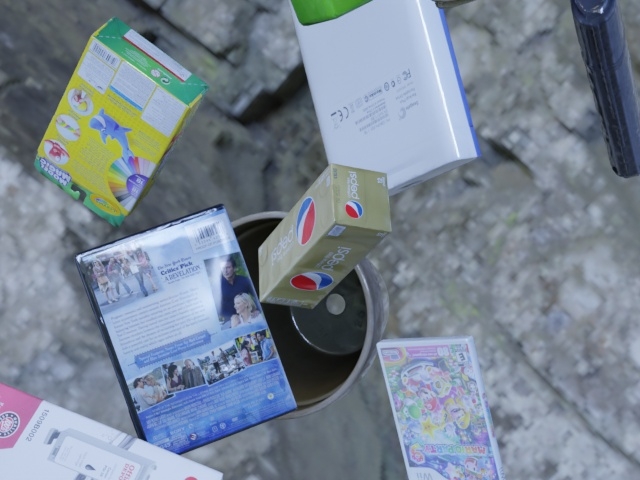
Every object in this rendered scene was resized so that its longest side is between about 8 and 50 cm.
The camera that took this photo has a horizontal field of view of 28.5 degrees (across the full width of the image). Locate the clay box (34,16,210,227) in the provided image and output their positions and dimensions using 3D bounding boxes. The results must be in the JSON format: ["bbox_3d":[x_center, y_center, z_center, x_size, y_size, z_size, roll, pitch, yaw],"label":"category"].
[{"bbox_3d":[-0.222,-0.122,1.370,0.127,0.222,0.053,37,44,-2],"label":"clay box"}]

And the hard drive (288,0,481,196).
[{"bbox_3d":[0.050,-0.209,1.290,0.040,0.210,0.319,-10,83,-34],"label":"hard drive"}]

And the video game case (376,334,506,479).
[{"bbox_3d":[0.093,0.134,0.976,0.011,0.087,0.122,-24,103,-49],"label":"video game case"}]

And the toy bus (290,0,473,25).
[{"bbox_3d":[0.074,-0.171,0.494,0.104,0.191,0.202,67,-16,-15],"label":"toy bus"}]

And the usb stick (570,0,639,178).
[{"bbox_3d":[0.290,-0.161,1.252,0.278,0.045,0.077,58,26,-53],"label":"usb stick"}]

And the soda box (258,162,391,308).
[{"bbox_3d":[0.000,0.000,1.171,0.058,0.181,0.061,9,61,-23],"label":"soda box"}]

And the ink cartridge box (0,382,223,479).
[{"bbox_3d":[-0.265,0.299,1.323,0.283,0.117,0.207,20,52,9],"label":"ink cartridge box"}]

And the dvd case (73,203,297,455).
[{"bbox_3d":[-0.152,0.105,1.422,0.022,0.180,0.253,155,-84,-79],"label":"dvd case"}]

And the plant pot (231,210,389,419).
[{"bbox_3d":[-0.023,0.113,2.045,0.323,0.323,0.280,46,16,14],"label":"plant pot"}]
